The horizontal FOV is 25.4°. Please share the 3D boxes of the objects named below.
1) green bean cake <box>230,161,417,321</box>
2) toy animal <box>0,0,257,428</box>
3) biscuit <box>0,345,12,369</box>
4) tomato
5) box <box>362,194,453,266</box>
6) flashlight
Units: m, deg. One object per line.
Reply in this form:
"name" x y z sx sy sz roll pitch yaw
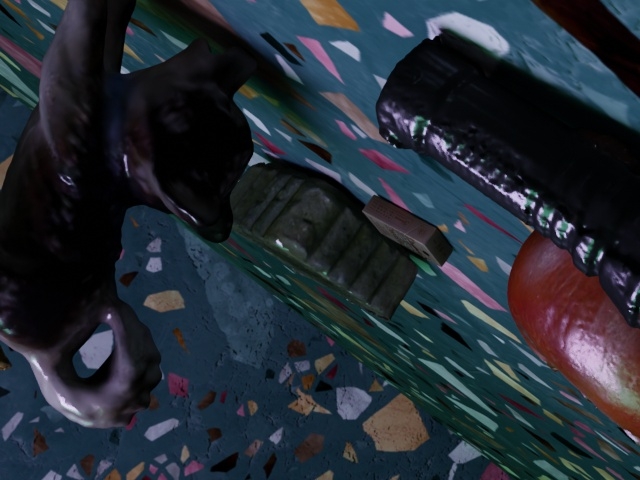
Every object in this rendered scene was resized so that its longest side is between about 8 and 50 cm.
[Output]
"green bean cake" 0.000 0.000 1.569 0.185 0.094 0.183 40 171 -29
"toy animal" -0.179 -0.036 1.212 0.302 0.344 0.194 47 175 -1
"biscuit" -0.346 0.027 1.191 0.203 0.016 0.144 49 -172 22
"tomato" 0.215 0.082 0.997 0.225 0.085 0.225 45 -179 -1
"box" 0.086 -0.010 1.398 0.083 0.024 0.053 32 172 36
"flashlight" 0.136 -0.038 0.823 0.232 0.093 0.093 39 174 23
